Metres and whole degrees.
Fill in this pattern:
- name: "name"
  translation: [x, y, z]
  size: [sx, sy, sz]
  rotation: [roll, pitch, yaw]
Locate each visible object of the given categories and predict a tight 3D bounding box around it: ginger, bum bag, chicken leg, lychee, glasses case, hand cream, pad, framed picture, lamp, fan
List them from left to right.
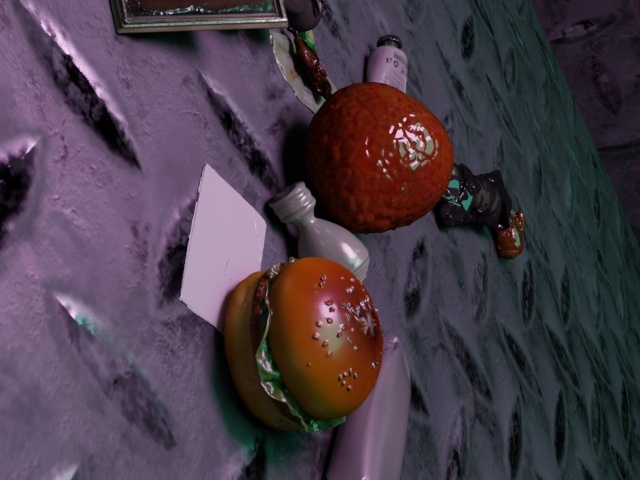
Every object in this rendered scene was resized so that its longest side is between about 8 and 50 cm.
- name: "framed picture"
  translation: [-0.173, -0.377, 1.320]
  size: [0.252, 0.014, 0.197]
  rotation: [-9, 81, -28]
- name: "pad"
  translation: [-0.128, 0.023, 1.332]
  size: [0.156, 0.004, 0.232]
  rotation: [47, 37, -41]
- name: "fan"
  translation: [-0.021, -0.285, 1.706]
  size: [0.240, 0.009, 0.131]
  rotation: [35, 47, -50]
- name: "chicken leg"
  translation: [-0.016, -0.305, 1.677]
  size: [0.145, 0.037, 0.062]
  rotation: [58, 11, -31]
- name: "lamp"
  translation: [0.000, 0.000, 1.484]
  size: [0.193, 0.106, 0.106]
  rotation: [56, 31, -15]
- name: "glasses case"
  translation: [0.080, 0.291, 1.483]
  size: [0.128, 0.083, 0.308]
  rotation: [61, 29, -33]
- name: "lychee"
  translation: [0.097, -0.138, 1.584]
  size: [0.255, 0.255, 0.300]
  rotation: [49, 58, -38]
- name: "hand cream"
  translation: [0.125, -0.255, 1.912]
  size: [0.121, 0.076, 0.336]
  rotation: [34, 52, -43]
- name: "bum bag"
  translation: [0.342, -0.097, 2.180]
  size: [0.340, 0.095, 0.144]
  rotation: [1, 81, -55]
- name: "ginger"
  translation: [0.462, -0.034, 2.384]
  size: [0.103, 0.073, 0.162]
  rotation: [-1, 75, -63]

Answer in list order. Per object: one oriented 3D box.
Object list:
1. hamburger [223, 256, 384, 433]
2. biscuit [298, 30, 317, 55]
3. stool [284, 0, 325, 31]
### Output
- name: "hamburger"
  translation: [-0.007, 0.137, 1.307]
  size: [0.246, 0.170, 0.246]
  rotation: [45, 36, -46]
- name: "biscuit"
  translation: [-0.027, -0.371, 1.728]
  size: [0.046, 0.016, 0.089]
  rotation: [36, 39, -54]
- name: "stool"
  translation: [-0.091, -0.383, 1.487]
  size: [0.228, 0.139, 0.153]
  rotation: [52, 34, -36]
